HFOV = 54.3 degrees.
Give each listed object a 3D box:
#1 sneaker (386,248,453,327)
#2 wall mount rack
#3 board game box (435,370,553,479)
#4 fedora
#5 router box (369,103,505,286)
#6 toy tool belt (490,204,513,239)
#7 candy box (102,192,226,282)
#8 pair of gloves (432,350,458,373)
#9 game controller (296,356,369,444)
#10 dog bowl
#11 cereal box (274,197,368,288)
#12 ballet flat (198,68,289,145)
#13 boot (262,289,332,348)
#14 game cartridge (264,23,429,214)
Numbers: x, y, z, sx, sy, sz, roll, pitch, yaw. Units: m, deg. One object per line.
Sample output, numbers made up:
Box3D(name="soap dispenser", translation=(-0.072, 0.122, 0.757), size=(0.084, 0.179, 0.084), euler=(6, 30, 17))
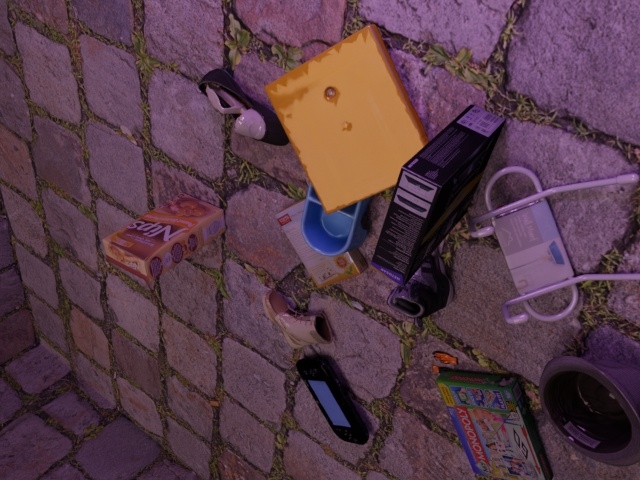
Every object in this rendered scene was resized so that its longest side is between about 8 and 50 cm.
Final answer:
Box3D(name="sneaker", translation=(0.207, 0.068, 1.439), size=(0.101, 0.153, 0.268), euler=(-15, 107, 46))
Box3D(name="wall mount rack", translation=(0.466, 0.012, 1.200), size=(0.304, 0.130, 0.349), euler=(-22, 106, 14))
Box3D(name="board game box", translation=(0.443, 0.478, 1.589), size=(0.214, 0.046, 0.317), euler=(-6, 115, 43))
Box3D(name="fedora", translation=(0.583, 0.328, 1.282), size=(0.243, 0.124, 0.275), euler=(56, 155, 21))
Box3D(name="router box", translation=(0.226, -0.091, 1.194), size=(0.081, 0.309, 0.242), euler=(30, 134, 19))
Box3D(name="toy tool belt", translation=(0.376, -0.040, 1.291), size=(0.052, 0.051, 0.083), euler=(-12, 107, 10))
Box3D(name="candy box", translation=(-0.456, -0.017, 1.850), size=(0.183, 0.316, 0.087), euler=(22, 131, 29))
Box3D(name="pair of gloves", translation=(0.324, 0.326, 1.623), size=(0.074, 0.010, 0.083), euler=(15, 128, 34))
Box3D(name="game controller", translation=(0.036, 0.505, 1.964), size=(0.167, 0.067, 0.319), euler=(-18, 104, 47))
Box3D(name="dog bowl", translation=(0.040, -0.090, 1.499), size=(0.166, 0.074, 0.297), euler=(25, 122, 17))
Box3D(name="cereal box", translation=(0.000, 0.000, 1.656), size=(0.173, 0.047, 0.240), euler=(-22, 101, 46))
Box3D(name="ballet flat", translation=(-0.202, -0.322, 1.575), size=(0.280, 0.096, 0.095), euler=(41, 137, 12))
Box3D(name="boot", translation=(-0.067, 0.228, 1.855), size=(0.165, 0.077, 0.213), euler=(-17, 111, 47))
Box3D(name="game cartridge", translation=(0.064, -0.251, 1.350), size=(0.285, 0.053, 0.323), euler=(-22, 99, 29))
